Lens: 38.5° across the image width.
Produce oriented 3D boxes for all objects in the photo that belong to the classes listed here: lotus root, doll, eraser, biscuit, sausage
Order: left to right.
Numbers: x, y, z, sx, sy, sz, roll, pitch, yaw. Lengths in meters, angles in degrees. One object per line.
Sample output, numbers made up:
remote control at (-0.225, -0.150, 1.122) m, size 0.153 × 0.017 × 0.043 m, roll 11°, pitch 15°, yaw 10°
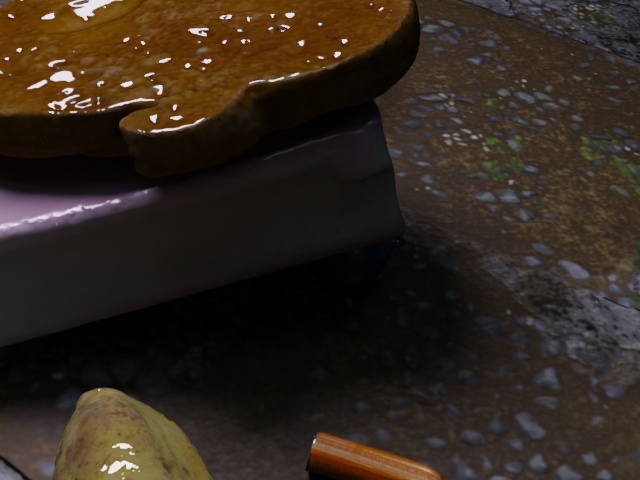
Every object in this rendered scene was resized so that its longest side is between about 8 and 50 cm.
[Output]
eraser at (-0.142, -0.068, 0.774) m, size 0.359 × 0.122 × 0.272 m, roll -15°, pitch 36°, yaw -8°
lotus root at (-0.099, 0.189, 0.553) m, size 0.110 × 0.097 × 0.258 m, roll 29°, pitch 14°, yaw -37°
biscuit at (-0.101, -0.143, 0.721) m, size 0.367 × 0.063 × 0.314 m, roll -9°, pitch 40°, yaw -2°
doll at (0.000, 0.000, 0.825) m, size 0.152 × 0.085 × 0.114 m, roll 1°, pitch 17°, yaw 5°
sausage at (0.044, 0.167, 0.662) m, size 0.107 × 0.031 × 0.031 m, roll 15°, pitch 38°, yaw 7°
